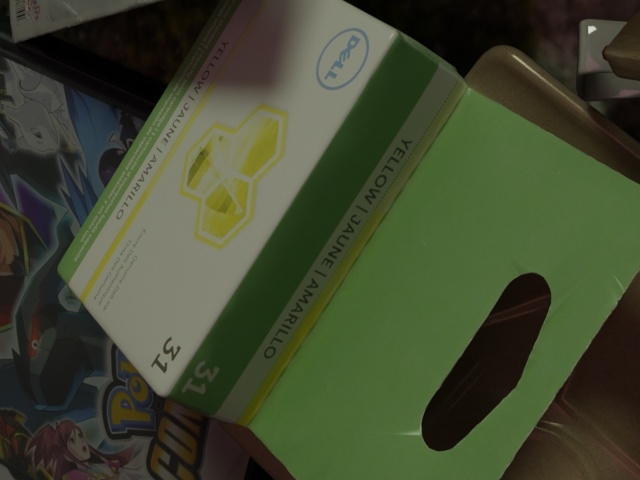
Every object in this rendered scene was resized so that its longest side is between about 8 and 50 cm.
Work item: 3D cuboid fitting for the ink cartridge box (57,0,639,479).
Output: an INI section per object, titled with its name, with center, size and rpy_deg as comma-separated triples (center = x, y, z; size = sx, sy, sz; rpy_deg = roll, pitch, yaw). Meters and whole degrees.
[ink cartridge box]
center = 0.000, 0.000, 0.542
size = 0.171, 0.056, 0.235
rpy_deg = -57, 39, 6

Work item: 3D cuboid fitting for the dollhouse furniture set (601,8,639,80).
[dollhouse furniture set]
center = 0.158, -0.147, 0.408
size = 0.129, 0.184, 0.129
rpy_deg = 55, 164, -28

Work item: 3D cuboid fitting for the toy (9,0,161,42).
[toy]
center = -0.082, -0.165, 0.613
size = 0.237, 0.056, 0.137
rpy_deg = 3, 95, 56

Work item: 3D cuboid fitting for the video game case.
[video game case]
center = -0.119, 0.047, 0.733
size = 0.248, 0.035, 0.274
rpy_deg = 26, 113, 27

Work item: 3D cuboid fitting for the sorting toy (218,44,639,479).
[sorting toy]
center = 0.079, 0.053, 0.576
size = 0.193, 0.038, 0.208
rpy_deg = 42, 97, 19

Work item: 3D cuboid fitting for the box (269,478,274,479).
[box]
center = 0.015, 0.191, 0.607
size = 0.180, 0.147, 0.077
rpy_deg = 30, 115, 25

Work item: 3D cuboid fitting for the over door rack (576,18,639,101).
[over door rack]
center = 0.216, 0.035, 0.426
size = 0.324, 0.108, 0.239
rpy_deg = -1, 82, 31
